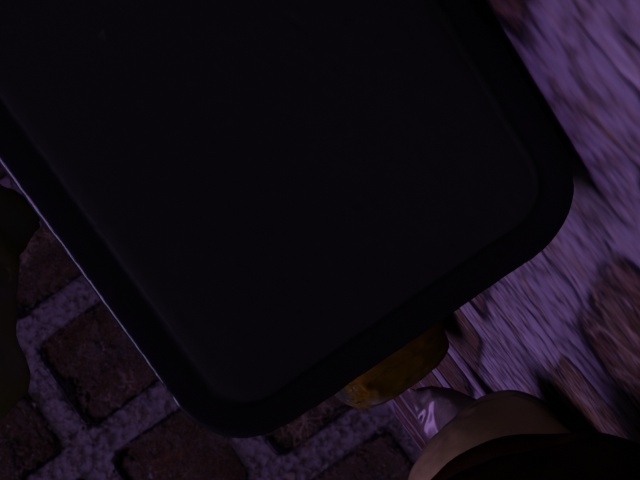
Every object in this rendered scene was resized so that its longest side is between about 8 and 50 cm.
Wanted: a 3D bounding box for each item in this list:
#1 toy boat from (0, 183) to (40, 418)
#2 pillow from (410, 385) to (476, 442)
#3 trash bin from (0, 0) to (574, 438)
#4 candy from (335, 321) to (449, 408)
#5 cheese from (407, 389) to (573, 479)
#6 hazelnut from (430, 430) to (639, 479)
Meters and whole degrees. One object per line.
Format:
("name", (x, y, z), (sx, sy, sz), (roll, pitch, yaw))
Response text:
("toy boat", (-0.195, -0.052, 0.538), (0.276, 0.084, 0.111), (44, 167, -13))
("pillow", (0.159, 0.217, 1.243), (0.173, 0.067, 0.270), (42, 168, 47))
("trash bin", (-0.065, -0.091, 0.649), (0.223, 0.158, 0.343), (56, 176, -19))
("candy", (-0.006, 0.009, 1.160), (0.260, 0.118, 0.260), (50, 171, 10))
("cheese", (0.149, 0.203, 0.918), (0.214, 0.117, 0.226), (47, 171, 41))
("hazelnut", (0.116, 0.193, 0.682), (0.217, 0.217, 0.251), (55, -170, -5))
